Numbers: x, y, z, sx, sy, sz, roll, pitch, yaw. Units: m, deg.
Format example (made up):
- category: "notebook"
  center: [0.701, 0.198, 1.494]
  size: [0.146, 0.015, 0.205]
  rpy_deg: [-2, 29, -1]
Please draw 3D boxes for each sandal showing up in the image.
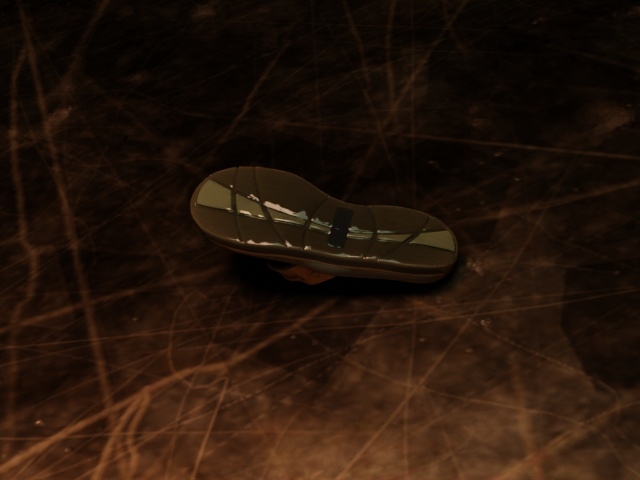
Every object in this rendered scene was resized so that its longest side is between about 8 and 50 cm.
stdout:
- category: "sandal"
  center: [0.000, 0.000, 1.148]
  size: [0.219, 0.060, 0.090]
  rpy_deg: [11, 45, 8]
